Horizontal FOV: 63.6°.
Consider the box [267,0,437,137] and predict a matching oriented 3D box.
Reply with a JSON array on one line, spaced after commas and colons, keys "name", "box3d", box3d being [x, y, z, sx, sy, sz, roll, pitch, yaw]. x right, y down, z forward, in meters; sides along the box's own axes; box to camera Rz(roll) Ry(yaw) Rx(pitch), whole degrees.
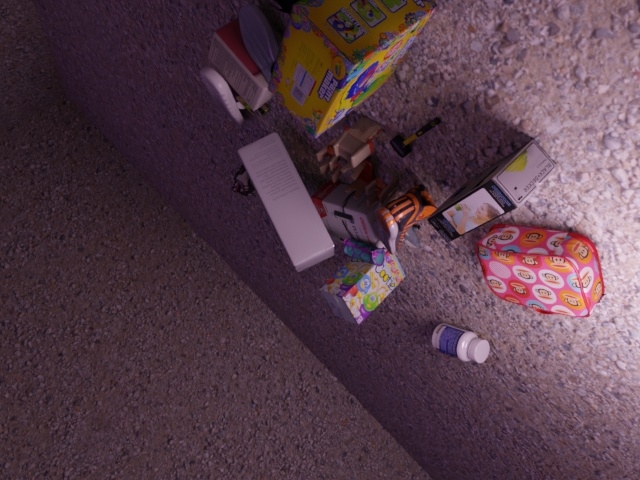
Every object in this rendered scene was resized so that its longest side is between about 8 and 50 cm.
[{"name": "box", "box3d": [0.060, -0.434, 1.170, 0.177, 0.279, 0.290, 47, 157, 2]}]

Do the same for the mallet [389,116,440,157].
[{"name": "mallet", "box3d": [0.261, -0.274, 1.385, 0.062, 0.039, 0.190, 53, 151, -13]}]

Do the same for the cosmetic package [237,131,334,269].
[{"name": "cosmetic package", "box3d": [-0.118, -0.128, 1.846, 0.453, 0.162, 0.230, 64, 177, 9]}]

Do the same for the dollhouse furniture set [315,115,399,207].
[{"name": "dollhouse furniture set", "box3d": [0.126, -0.243, 1.586, 0.262, 0.135, 0.259, 37, 165, 22]}]

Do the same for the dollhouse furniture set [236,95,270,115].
[{"name": "dollhouse furniture set", "box3d": [-0.226, -0.477, 1.779, 0.058, 0.076, 0.152, 46, -175, 8]}]

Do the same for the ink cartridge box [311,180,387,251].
[{"name": "ink cartridge box", "box3d": [0.122, -0.080, 1.806, 0.273, 0.114, 0.197, 20, 145, 44]}]

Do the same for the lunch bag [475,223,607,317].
[{"name": "lunch bag", "box3d": [0.564, 0.091, 1.332, 0.293, 0.120, 0.258, 13, 139, 51]}]

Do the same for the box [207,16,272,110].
[{"name": "box", "box3d": [-0.228, -0.560, 1.637, 0.232, 0.127, 0.149, 48, 156, -3]}]

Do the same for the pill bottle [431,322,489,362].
[{"name": "pill bottle", "box3d": [0.506, 0.374, 1.865, 0.187, 0.112, 0.112, 12, 138, 53]}]

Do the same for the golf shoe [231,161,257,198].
[{"name": "golf shoe", "box3d": [-0.317, -0.272, 2.285, 0.120, 0.105, 0.273, 31, 161, -2]}]

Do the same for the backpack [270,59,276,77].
[{"name": "backpack", "box3d": [-0.045, -0.449, 1.429, 0.166, 0.188, 0.144, 42, 155, 9]}]

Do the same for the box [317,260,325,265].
[{"name": "box", "box3d": [0.000, 0.000, 2.188, 0.063, 0.067, 0.324, 38, 153, 18]}]

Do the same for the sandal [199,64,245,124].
[{"name": "sandal", "box3d": [-0.323, -0.521, 1.859, 0.169, 0.102, 0.416, 46, 177, 0]}]

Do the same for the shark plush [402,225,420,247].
[{"name": "shark plush", "box3d": [0.297, -0.047, 1.683, 0.067, 0.073, 0.161, 14, 122, 21]}]

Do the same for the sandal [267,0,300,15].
[{"name": "sandal", "box3d": [-0.096, -0.646, 1.376, 0.254, 0.054, 0.097, 44, 156, 7]}]

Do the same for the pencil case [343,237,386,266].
[{"name": "pencil case", "box3d": [0.147, 0.038, 1.728, 0.152, 0.064, 0.070, 18, 160, 45]}]

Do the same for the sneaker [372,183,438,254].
[{"name": "sneaker", "box3d": [0.261, -0.061, 1.555, 0.124, 0.180, 0.321, 59, 176, 11]}]

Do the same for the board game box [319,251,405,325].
[{"name": "board game box", "box3d": [0.158, 0.156, 1.907, 0.142, 0.275, 0.144, 11, 137, 53]}]

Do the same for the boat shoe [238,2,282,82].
[{"name": "boat shoe", "box3d": [-0.137, -0.554, 1.533, 0.109, 0.094, 0.302, -8, 116, 45]}]

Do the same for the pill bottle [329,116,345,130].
[{"name": "pill bottle", "box3d": [-0.011, -0.393, 1.573, 0.169, 0.094, 0.094, 24, 147, 43]}]

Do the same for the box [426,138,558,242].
[{"name": "box", "box3d": [0.401, -0.110, 1.242, 0.087, 0.169, 0.290, 50, 157, 0]}]
